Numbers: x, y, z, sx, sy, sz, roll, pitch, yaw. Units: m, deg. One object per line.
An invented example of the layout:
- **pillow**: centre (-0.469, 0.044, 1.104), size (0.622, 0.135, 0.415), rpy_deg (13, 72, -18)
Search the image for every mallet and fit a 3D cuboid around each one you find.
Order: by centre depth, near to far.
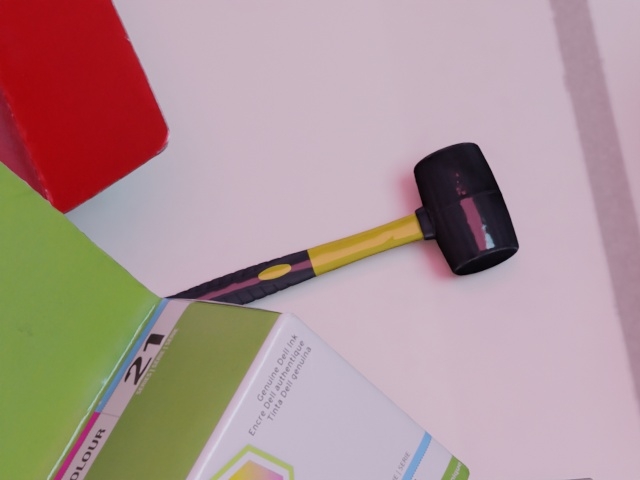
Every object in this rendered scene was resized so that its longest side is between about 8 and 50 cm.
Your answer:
- **mallet**: centre (0.000, 0.000, 0.801), size (0.189, 0.039, 0.062), rpy_deg (-12, 74, 1)

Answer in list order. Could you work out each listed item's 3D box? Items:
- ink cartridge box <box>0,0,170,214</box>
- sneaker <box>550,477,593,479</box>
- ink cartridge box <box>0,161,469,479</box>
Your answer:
- **ink cartridge box**: centre (-0.257, -0.114, 0.746), size (0.272, 0.130, 0.309), rpy_deg (-31, 73, 14)
- **sneaker**: centre (0.078, 0.250, 0.691), size (0.123, 0.106, 0.290), rpy_deg (-5, 62, 2)
- **ink cartridge box**: centre (-0.083, 0.101, 0.646), size (0.097, 0.255, 0.189), rpy_deg (5, 58, 49)
